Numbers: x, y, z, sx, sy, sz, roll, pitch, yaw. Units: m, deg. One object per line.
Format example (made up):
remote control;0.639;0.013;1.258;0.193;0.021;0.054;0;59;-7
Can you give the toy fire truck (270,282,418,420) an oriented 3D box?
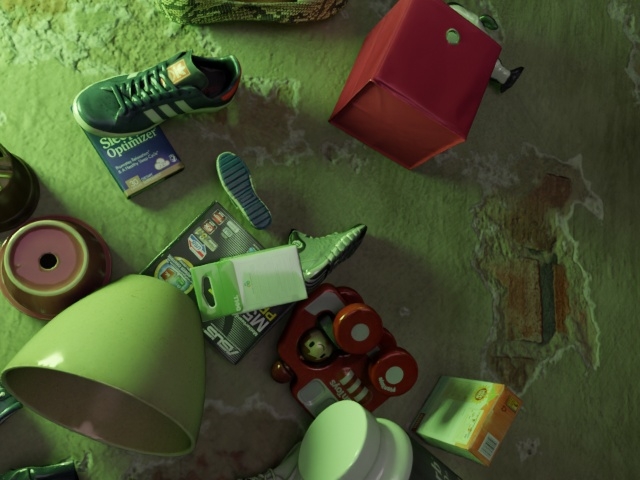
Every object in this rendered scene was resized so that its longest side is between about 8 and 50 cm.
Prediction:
toy fire truck;0.037;0.255;1.157;0.254;0.169;0.302;-40;106;-2

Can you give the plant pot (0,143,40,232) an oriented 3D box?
plant pot;-0.605;-0.109;0.978;0.166;0.165;0.167;4;79;-19

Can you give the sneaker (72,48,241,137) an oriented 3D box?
sneaker;-0.313;-0.310;1.095;0.350;0.148;0.131;-27;90;-33

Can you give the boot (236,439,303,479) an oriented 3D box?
boot;-0.109;0.501;1.098;0.123;0.095;0.258;36;72;-19

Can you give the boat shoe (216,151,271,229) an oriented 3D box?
boat shoe;-0.174;-0.102;1.187;0.066;0.066;0.183;-29;98;-20

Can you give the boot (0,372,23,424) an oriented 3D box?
boot;-0.627;0.319;0.951;0.190;0.069;0.086;-37;89;-22

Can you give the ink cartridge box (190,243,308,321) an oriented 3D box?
ink cartridge box;-0.138;0.081;1.074;0.209;0.062;0.109;-12;95;-9

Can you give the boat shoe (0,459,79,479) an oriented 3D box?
boat shoe;-0.574;0.480;0.929;0.340;0.127;0.158;-3;76;-28

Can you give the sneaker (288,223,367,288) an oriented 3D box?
sneaker;0.000;0.000;1.231;0.132;0.086;0.228;36;48;17

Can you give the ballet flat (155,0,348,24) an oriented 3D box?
ballet flat;-0.123;-0.577;1.221;0.482;0.182;0.164;-13;85;-22

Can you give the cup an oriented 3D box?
cup;-0.339;0.202;0.972;0.331;0.331;0.237;27;51;-14

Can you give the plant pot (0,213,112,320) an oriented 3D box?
plant pot;-0.483;0.042;0.990;0.201;0.180;0.201;4;79;-20

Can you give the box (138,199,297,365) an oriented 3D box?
box;-0.196;0.086;1.126;0.216;0.060;0.270;-45;98;-6

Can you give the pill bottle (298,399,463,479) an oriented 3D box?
pill bottle;0.136;0.490;1.091;0.363;0.210;0.210;44;69;-24

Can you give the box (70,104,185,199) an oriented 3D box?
box;-0.402;-0.215;1.139;0.136;0.036;0.225;-34;93;-22

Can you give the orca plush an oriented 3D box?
orca plush;0.424;-0.533;1.461;0.287;0.151;0.102;27;42;-11

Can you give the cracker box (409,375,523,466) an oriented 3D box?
cracker box;0.312;0.386;1.199;0.067;0.232;0.156;42;70;-11

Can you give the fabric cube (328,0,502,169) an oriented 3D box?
fabric cube;0.211;-0.361;1.268;0.254;0.259;0.258;29;73;-15
